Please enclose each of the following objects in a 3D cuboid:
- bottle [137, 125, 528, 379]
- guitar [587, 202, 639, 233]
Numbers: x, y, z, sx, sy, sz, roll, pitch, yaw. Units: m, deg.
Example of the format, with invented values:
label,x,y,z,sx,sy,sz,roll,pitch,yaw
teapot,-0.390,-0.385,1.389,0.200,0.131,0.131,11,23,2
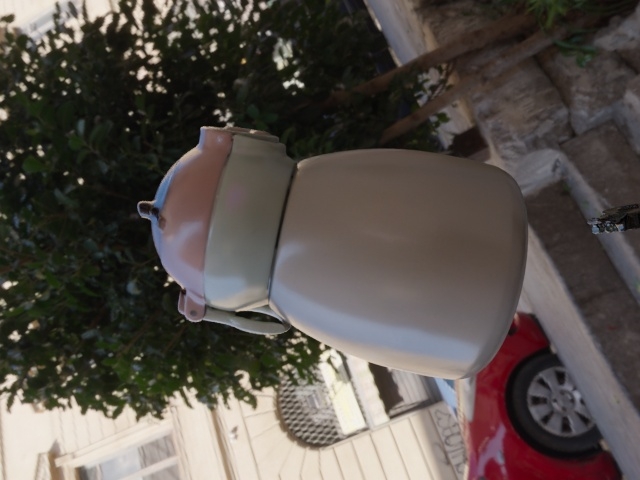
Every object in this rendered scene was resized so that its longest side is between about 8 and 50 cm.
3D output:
label,x,y,z,sx,sy,sz,roll,pitch,yaw
bottle,0.000,0.000,0.367,0.147,0.236,0.147,-168,90,-89
guitar,0.478,-0.031,0.863,0.271,0.084,0.038,-12,-91,-51
